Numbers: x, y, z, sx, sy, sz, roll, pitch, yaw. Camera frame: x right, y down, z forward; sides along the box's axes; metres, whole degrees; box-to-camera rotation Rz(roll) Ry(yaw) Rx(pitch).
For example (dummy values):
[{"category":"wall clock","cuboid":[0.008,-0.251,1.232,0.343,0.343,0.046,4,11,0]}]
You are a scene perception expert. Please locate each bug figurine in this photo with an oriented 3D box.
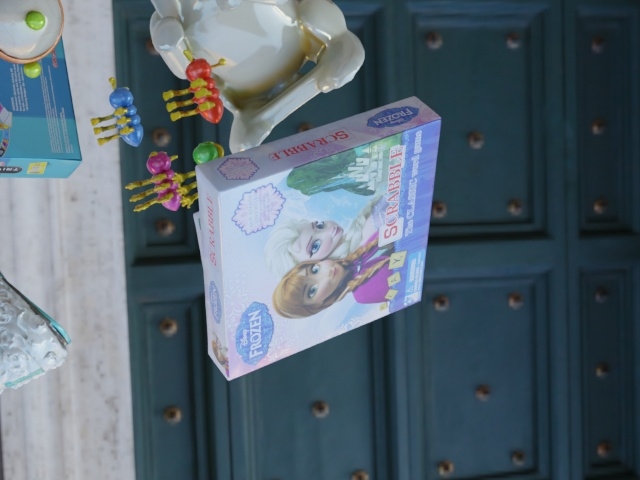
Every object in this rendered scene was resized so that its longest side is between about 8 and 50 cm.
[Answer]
[{"category":"bug figurine","cuboid":[-0.211,-0.147,1.478,0.279,0.216,0.072,-7,-169,46]}]

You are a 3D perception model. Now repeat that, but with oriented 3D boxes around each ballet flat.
[{"category":"ballet flat","cuboid":[-0.485,0.048,1.358,0.147,0.147,0.409,-7,-141,-48]}]

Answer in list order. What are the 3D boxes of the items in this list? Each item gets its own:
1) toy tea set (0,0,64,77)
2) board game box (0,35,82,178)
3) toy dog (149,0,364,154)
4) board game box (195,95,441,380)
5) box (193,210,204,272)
[{"category":"toy tea set","cuboid":[-0.357,-0.330,1.069,0.124,0.200,0.336,21,166,47]},{"category":"board game box","cuboid":[-0.557,-0.227,1.603,0.336,0.254,0.079,-1,160,-34]},{"category":"toy dog","cuboid":[-0.149,-0.416,1.681,0.284,0.408,0.395,-28,-147,31]},{"category":"board game box","cuboid":[0.000,0.000,1.355,0.318,0.319,0.066,-21,-136,-24]},{"category":"box","cuboid":[-0.062,0.018,1.709,0.322,0.232,0.058,-20,165,36]}]
